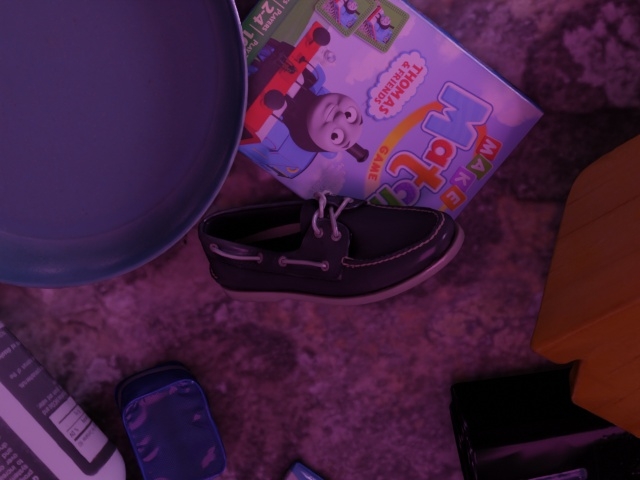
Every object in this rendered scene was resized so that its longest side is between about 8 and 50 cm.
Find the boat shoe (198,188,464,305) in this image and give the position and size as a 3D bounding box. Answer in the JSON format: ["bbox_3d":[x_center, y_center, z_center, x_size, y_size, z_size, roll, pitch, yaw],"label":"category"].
[{"bbox_3d":[0.000,0.000,0.883,0.206,0.075,0.065,-7,130,34],"label":"boat shoe"}]

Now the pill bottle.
[{"bbox_3d":[-0.243,0.166,0.908,0.162,0.162,0.278,-40,94,11],"label":"pill bottle"}]

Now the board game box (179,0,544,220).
[{"bbox_3d":[0.030,-0.098,0.911,0.211,0.039,0.160,36,104,-12],"label":"board game box"}]

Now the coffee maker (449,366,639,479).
[{"bbox_3d":[0.191,0.137,0.956,0.178,0.120,0.171,-10,89,1],"label":"coffee maker"}]

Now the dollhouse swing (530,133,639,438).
[{"bbox_3d":[0.348,-0.040,0.850,0.347,0.304,0.315,27,137,-32],"label":"dollhouse swing"}]

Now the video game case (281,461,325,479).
[{"bbox_3d":[-0.017,0.279,0.999,0.119,0.015,0.166,36,74,-10],"label":"video game case"}]

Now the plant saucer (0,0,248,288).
[{"bbox_3d":[-0.203,-0.122,0.879,0.318,0.043,0.317,3,107,8],"label":"plant saucer"}]

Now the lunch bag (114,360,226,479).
[{"bbox_3d":[-0.116,0.147,0.973,0.067,0.065,0.098,-19,106,-11],"label":"lunch bag"}]
